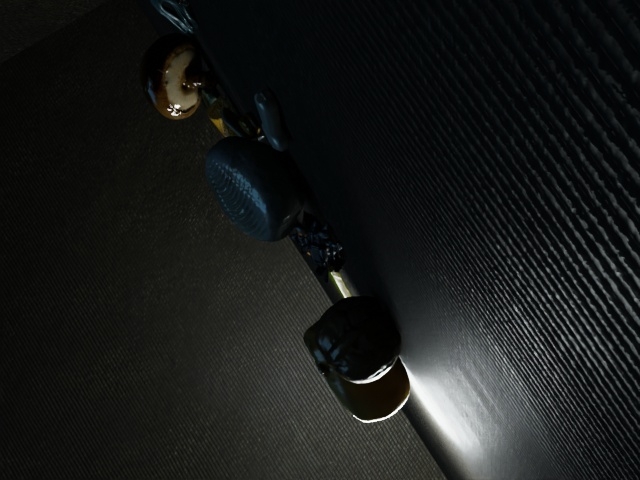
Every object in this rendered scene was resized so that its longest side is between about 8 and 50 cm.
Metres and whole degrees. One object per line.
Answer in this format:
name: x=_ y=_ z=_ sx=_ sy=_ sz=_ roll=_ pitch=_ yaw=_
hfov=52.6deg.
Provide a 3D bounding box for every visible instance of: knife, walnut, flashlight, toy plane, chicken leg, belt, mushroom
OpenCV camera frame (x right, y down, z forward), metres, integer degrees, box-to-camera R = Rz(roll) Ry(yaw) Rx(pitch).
knife: x=-0.211 y=-0.322 z=2.057 sx=0.343 sy=0.061 sz=0.027 roll=43 pitch=150 yaw=22
walnut: x=0.107 y=0.285 z=1.864 sx=0.248 sy=0.248 sz=0.248 roll=56 pitch=175 yaw=8
flashlight: x=-0.114 y=-0.284 z=1.519 sx=0.093 sy=0.047 sz=0.200 roll=54 pitch=171 yaw=22
toy plane: x=-0.005 y=0.048 z=1.948 sx=0.169 sy=0.078 sz=0.247 roll=12 pitch=131 yaw=24
chicken leg: x=0.000 y=0.000 z=2.050 sx=0.234 sy=0.063 sz=0.105 roll=59 pitch=170 yaw=4
belt: x=-0.403 y=-0.665 z=1.851 sx=0.065 sy=0.100 sz=0.179 roll=54 pitch=-171 yaw=23
mushroom: x=-0.511 y=-0.580 z=2.294 sx=0.163 sy=0.278 sz=0.297 roll=24 pitch=111 yaw=45

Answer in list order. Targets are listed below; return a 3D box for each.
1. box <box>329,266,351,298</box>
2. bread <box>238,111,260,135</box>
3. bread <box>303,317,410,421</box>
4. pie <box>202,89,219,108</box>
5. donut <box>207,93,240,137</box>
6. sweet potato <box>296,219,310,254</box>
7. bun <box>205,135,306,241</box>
box: x=0.064 y=0.154 z=2.516 sx=0.193 sy=0.030 sz=0.121 roll=62 pitch=173 yaw=-35
bread: x=-0.220 y=-0.361 z=2.017 sx=0.081 sy=0.046 sz=0.083 roll=49 pitch=170 yaw=22
bread: x=0.134 y=0.416 z=2.205 sx=0.376 sy=0.252 sz=0.348 roll=59 pitch=179 yaw=-5
pie: x=-0.434 y=-0.555 z=2.706 sx=0.303 sy=0.066 sz=0.302 roll=57 pitch=174 yaw=10
donut: x=-0.299 y=-0.393 z=2.344 sx=0.259 sy=0.101 sz=0.152 roll=50 pitch=178 yaw=26
sweet potato: x=-0.071 y=-0.017 z=2.638 sx=0.195 sy=0.056 sz=0.056 roll=61 pitch=175 yaw=0
bun: x=-0.186 y=-0.166 z=1.913 sx=0.354 sy=0.194 sz=0.355 roll=37 pitch=149 yaw=27
